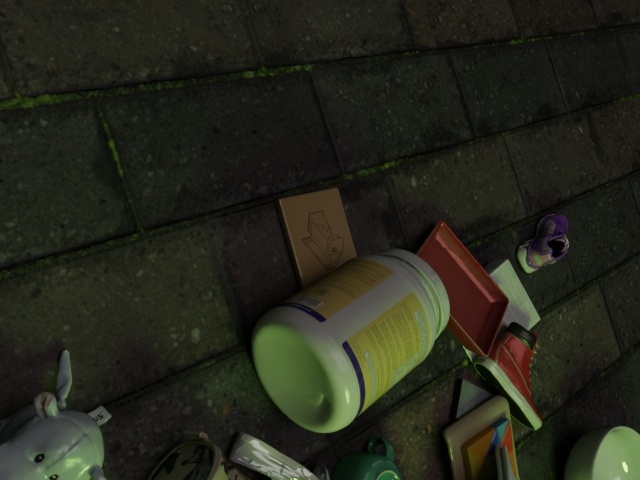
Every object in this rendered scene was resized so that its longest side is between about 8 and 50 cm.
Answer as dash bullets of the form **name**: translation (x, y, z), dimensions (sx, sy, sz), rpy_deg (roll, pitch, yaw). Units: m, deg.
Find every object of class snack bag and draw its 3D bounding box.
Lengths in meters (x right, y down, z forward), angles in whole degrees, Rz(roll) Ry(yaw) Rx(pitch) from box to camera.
- **snack bag**: translation (0.432, 0.661, 1.464), dimensions (0.323, 0.037, 0.342), rpy_deg (-70, 142, -65)

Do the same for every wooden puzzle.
- **wooden puzzle**: translation (0.378, 0.501, 1.575), dimensions (0.221, 0.044, 0.238), rpy_deg (-19, 99, -38)

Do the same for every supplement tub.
- **supplement tub**: translation (0.063, 0.170, 1.289), dimensions (0.331, 0.241, 0.241), rpy_deg (-29, 98, -40)

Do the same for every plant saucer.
- **plant saucer**: translation (0.303, 0.108, 1.562), dimensions (0.258, 0.048, 0.259), rpy_deg (49, 34, -3)

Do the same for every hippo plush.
- **hippo plush**: translation (-0.356, 0.315, 0.913), dimensions (0.294, 0.237, 0.234), rpy_deg (-38, 104, -38)

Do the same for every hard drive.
- **hard drive**: translation (0.359, 0.388, 1.622), dimensions (0.135, 0.022, 0.094), rpy_deg (31, 61, -30)

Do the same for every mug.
- **mug**: translation (0.096, 0.462, 1.339), dimensions (0.129, 0.097, 0.157), rpy_deg (5, 77, -38)

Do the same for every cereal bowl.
- **cereal bowl**: translation (0.728, 0.645, 1.785), dimensions (0.339, 0.141, 0.338), rpy_deg (10, 74, -38)

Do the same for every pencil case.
- **pencil case**: translation (-0.105, 0.489, 1.130), dimensions (0.410, 0.160, 0.183), rpy_deg (48, 39, -21)

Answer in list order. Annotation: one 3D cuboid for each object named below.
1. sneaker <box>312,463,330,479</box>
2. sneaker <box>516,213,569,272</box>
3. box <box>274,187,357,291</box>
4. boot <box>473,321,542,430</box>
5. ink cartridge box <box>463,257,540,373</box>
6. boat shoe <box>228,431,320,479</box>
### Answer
- **sneaker**: translation (-0.025, 0.471, 1.271), dimensions (0.058, 0.052, 0.135), rpy_deg (33, 58, -21)
- **sneaker**: translation (0.628, 0.003, 1.881), dimensions (0.236, 0.105, 0.095), rpy_deg (-41, 104, -39)
- **box**: translation (0.000, 0.000, 1.422), dimensions (0.164, 0.021, 0.201), rpy_deg (-15, 89, -41)
- **boot**: translation (0.497, 0.323, 1.681), dimensions (0.176, 0.088, 0.244), rpy_deg (-42, 107, -21)
- **ink cartridge box**: translation (0.412, 0.181, 1.711), dimensions (0.232, 0.066, 0.189), rpy_deg (-35, 103, -17)
- **boat shoe**: translation (-0.079, 0.406, 1.225), dimensions (0.184, 0.066, 0.063), rpy_deg (37, 68, -19)
